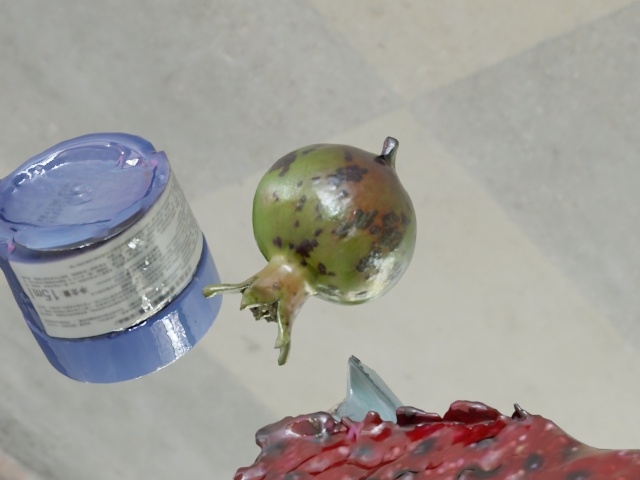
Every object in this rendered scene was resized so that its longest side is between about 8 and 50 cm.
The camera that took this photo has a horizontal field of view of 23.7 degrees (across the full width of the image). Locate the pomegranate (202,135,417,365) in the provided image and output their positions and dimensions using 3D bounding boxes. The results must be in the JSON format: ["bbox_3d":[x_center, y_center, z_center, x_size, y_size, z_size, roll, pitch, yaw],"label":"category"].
[{"bbox_3d":[-0.004,0.001,1.361,0.156,0.220,0.156,22,132,26],"label":"pomegranate"}]

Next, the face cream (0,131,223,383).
[{"bbox_3d":[-0.267,0.015,1.884,0.249,0.249,0.225,12,137,31],"label":"face cream"}]

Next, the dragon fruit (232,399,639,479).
[{"bbox_3d":[0.088,0.226,0.719,0.329,0.286,0.228,-12,112,30],"label":"dragon fruit"}]

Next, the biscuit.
[{"bbox_3d":[0.031,0.257,1.615,0.186,0.079,0.309,46,134,5],"label":"biscuit"}]
